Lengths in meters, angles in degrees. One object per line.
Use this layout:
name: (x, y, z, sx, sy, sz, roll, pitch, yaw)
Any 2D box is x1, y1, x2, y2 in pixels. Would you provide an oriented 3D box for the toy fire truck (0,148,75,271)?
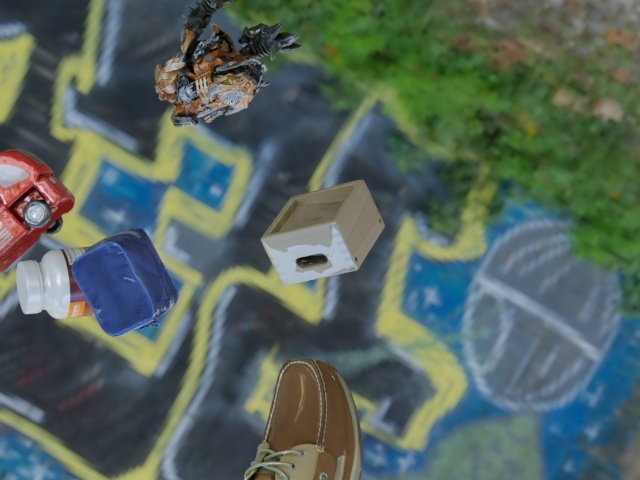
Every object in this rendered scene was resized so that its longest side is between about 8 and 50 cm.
toy fire truck: (-0.285, -0.011, 1.183, 0.135, 0.192, 0.047, 47, 178, 7)

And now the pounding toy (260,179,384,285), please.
pounding toy: (0.000, 0.000, 2.107, 0.141, 0.130, 0.100, -13, 115, 30)

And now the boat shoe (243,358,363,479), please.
boat shoe: (-0.030, 0.298, 1.988, 0.122, 0.324, 0.120, -12, 159, 36)

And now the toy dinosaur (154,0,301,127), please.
toy dinosaur: (-0.168, -0.256, 2.411, 0.322, 0.218, 0.164, 20, 161, 41)

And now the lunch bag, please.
lunch bag: (-0.180, 0.041, 1.581, 0.098, 0.067, 0.065, 64, -153, -7)

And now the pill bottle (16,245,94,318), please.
pill bottle: (-0.290, 0.051, 2.043, 0.152, 0.086, 0.086, -6, -168, -21)
